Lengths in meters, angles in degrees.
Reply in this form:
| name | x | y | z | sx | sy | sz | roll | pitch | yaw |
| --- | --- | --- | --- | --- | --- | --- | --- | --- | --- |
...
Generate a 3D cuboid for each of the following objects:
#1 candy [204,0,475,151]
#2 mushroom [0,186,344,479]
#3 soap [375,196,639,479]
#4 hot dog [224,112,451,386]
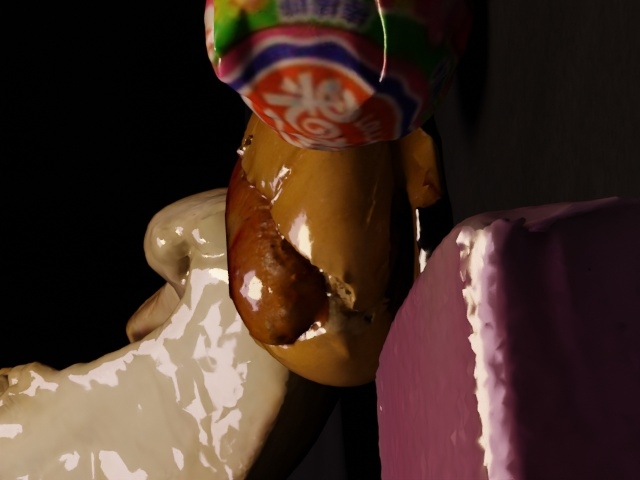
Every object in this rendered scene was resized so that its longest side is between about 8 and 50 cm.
| name | x | y | z | sx | sy | sz | roll | pitch | yaw |
| --- | --- | --- | --- | --- | --- | --- | --- | --- | --- |
| candy | 0.020 | -0.214 | 0.911 | 0.124 | 0.124 | 0.365 | 98 | 178 | -68 |
| mushroom | -0.058 | 0.091 | 1.449 | 0.224 | 0.313 | 0.397 | 57 | 137 | 9 |
| soap | 0.063 | 0.136 | 0.414 | 0.181 | 0.081 | 0.259 | 105 | 162 | -76 |
| hot dog | 0.000 | -0.005 | 1.090 | 0.326 | 0.107 | 0.194 | -114 | 22 | -81 |
